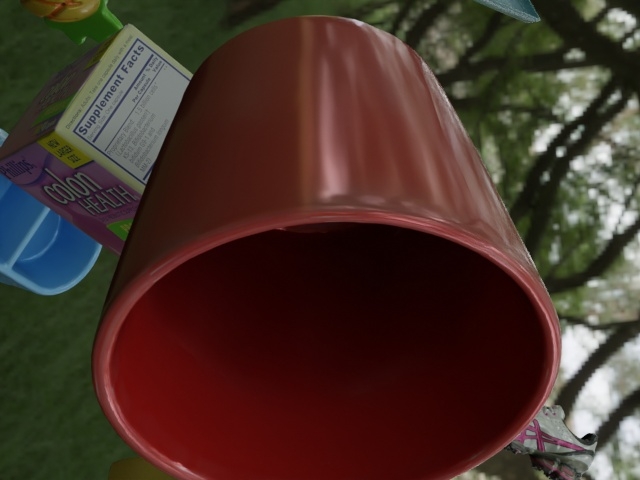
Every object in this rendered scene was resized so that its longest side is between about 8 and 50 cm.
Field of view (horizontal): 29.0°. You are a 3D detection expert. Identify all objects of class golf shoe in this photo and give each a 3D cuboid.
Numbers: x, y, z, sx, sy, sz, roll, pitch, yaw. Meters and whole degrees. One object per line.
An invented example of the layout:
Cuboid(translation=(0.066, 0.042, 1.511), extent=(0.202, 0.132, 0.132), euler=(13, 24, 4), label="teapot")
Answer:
Cuboid(translation=(0.269, 0.240, 1.590), extent=(0.086, 0.186, 0.067), euler=(-59, -169, -8), label="golf shoe")

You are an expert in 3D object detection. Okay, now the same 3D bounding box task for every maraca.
Cuboid(translation=(-0.278, -0.277, 1.320), extent=(0.099, 0.127, 0.186), euler=(-59, 147, -28), label="maraca")

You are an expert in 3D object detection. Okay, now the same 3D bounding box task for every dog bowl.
Cuboid(translation=(-0.385, -0.028, 1.573), extent=(0.166, 0.074, 0.297), euler=(-57, 147, -8), label="dog bowl")

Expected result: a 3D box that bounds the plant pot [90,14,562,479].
Cuboid(translation=(0.000, 0.000, 0.807), extent=(0.243, 0.275, 0.275), euler=(-93, 177, -47), label="plant pot")

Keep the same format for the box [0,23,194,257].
Cuboid(translation=(-0.149, -0.057, 1.138), extent=(0.213, 0.243, 0.117), euler=(-9, -134, 61), label="box")

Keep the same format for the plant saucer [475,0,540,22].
Cuboid(translation=(0.197, -0.306, 1.488), extent=(0.192, 0.018, 0.067), euler=(9, 50, -50), label="plant saucer")

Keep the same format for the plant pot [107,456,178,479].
Cuboid(translation=(-0.191, 0.277, 1.348), extent=(0.081, 0.083, 0.081), euler=(85, 18, -71), label="plant pot")
